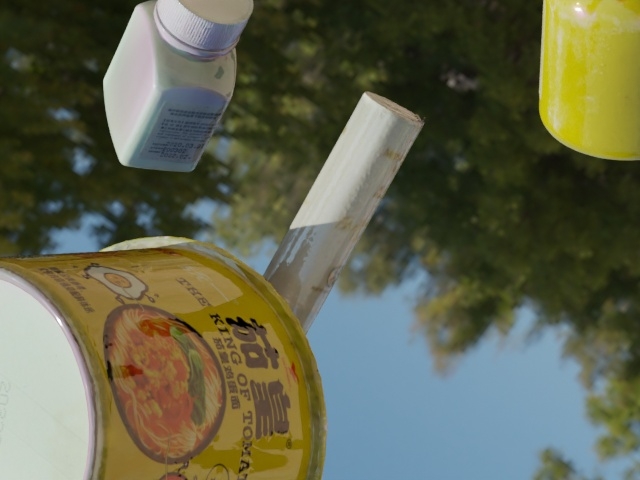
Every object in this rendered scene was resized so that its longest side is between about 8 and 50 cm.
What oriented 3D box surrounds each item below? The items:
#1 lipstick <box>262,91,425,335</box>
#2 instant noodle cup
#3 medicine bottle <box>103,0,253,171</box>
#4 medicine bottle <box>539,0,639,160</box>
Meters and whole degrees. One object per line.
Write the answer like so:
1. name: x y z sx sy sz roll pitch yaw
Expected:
1. lipstick: 0.000 0.000 1.335 0.059 0.264 0.059 27 -167 -7
2. instant noodle cup: -0.194 0.146 1.223 0.325 0.325 0.254 41 -165 26
3. medicine bottle: -0.084 -0.104 0.938 0.055 0.118 0.074 5 -131 -25
4. medicine bottle: 0.215 -0.173 1.101 0.122 0.212 0.122 -2 -146 1
